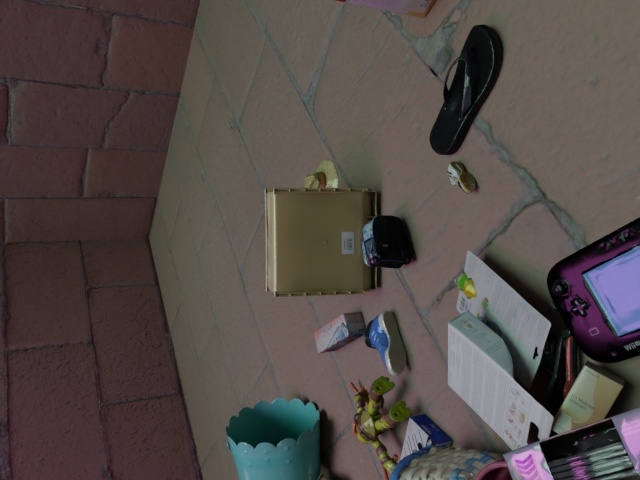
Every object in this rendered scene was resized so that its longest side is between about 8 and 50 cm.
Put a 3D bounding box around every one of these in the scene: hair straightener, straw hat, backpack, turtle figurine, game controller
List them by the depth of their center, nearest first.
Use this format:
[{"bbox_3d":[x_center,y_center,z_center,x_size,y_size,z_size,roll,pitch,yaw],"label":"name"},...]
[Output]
[{"bbox_3d":[0.453,0.052,0.738,0.319,0.067,0.166,-47,52,52],"label":"game controller"},{"bbox_3d":[0.376,0.210,0.901,0.089,0.047,0.230,3,98,61],"label":"hair straightener"},{"bbox_3d":[0.143,0.005,1.251,0.084,0.105,0.114,-36,55,55],"label":"backpack"},{"bbox_3d":[0.121,0.415,1.302,0.217,0.087,0.269,108,152,-42],"label":"turtle figurine"},{"bbox_3d":[-0.013,-0.162,1.562,0.144,0.061,0.144,5,95,61],"label":"straw hat"}]

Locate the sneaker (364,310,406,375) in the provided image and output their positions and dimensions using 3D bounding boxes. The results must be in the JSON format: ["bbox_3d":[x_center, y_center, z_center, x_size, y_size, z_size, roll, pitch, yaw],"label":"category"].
[{"bbox_3d":[0.148,0.251,1.300,0.084,0.058,0.152,-42,52,47],"label":"sneaker"}]

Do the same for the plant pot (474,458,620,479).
[{"bbox_3d":[0.356,0.413,0.817,0.201,0.180,0.201,4,95,61],"label":"plant pot"}]

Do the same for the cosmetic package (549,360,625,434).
[{"bbox_3d":[0.399,0.246,0.827,0.060,0.041,0.115,28,104,29],"label":"cosmetic package"}]

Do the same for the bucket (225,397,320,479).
[{"bbox_3d":[-0.128,0.602,1.612,0.281,0.281,0.182,12,110,60],"label":"bucket"}]

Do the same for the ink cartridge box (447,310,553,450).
[{"bbox_3d":[0.313,0.259,0.952,0.232,0.066,0.189,39,150,43],"label":"ink cartridge box"}]

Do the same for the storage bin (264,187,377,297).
[{"bbox_3d":[0.000,0.000,1.359,0.123,0.261,0.262,-169,78,-78],"label":"storage bin"}]

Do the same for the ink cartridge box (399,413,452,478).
[{"bbox_3d":[0.220,0.496,1.204,0.097,0.046,0.206,36,122,56],"label":"ink cartridge box"}]

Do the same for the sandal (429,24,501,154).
[{"bbox_3d":[0.269,-0.280,1.057,0.097,0.055,0.254,51,134,47],"label":"sandal"}]

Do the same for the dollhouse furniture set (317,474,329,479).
[{"bbox_3d":[0.039,0.843,1.534,0.303,0.198,0.286,47,164,8],"label":"dollhouse furniture set"}]

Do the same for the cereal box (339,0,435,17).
[{"bbox_3d":[0.147,-0.531,1.069,0.173,0.240,0.047,-50,50,50],"label":"cereal box"}]

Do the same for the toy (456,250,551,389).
[{"bbox_3d":[0.328,0.129,0.975,0.237,0.056,0.136,-128,36,-55],"label":"toy"}]

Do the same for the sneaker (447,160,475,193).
[{"bbox_3d":[0.277,-0.118,1.087,0.036,0.032,0.083,100,156,-48],"label":"sneaker"}]

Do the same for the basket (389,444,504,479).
[{"bbox_3d":[0.196,0.490,1.009,0.289,0.255,0.200,-21,75,39],"label":"basket"}]

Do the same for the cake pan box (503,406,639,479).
[{"bbox_3d":[0.392,0.236,0.657,0.245,0.267,0.070,-51,46,46],"label":"cake pan box"}]

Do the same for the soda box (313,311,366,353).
[{"bbox_3d":[0.049,0.249,1.482,0.183,0.058,0.062,-45,53,53],"label":"soda box"}]
